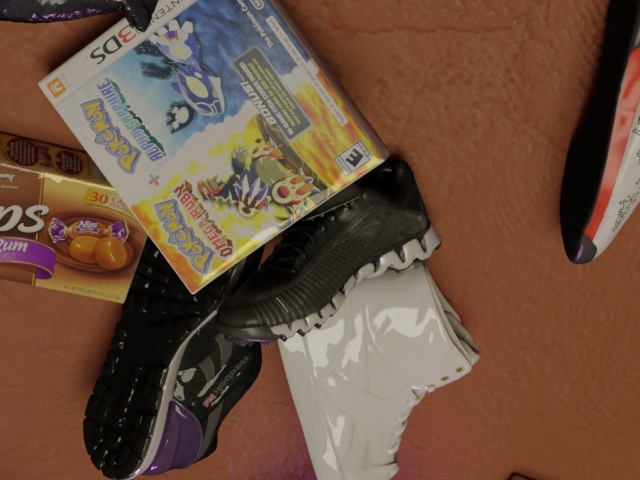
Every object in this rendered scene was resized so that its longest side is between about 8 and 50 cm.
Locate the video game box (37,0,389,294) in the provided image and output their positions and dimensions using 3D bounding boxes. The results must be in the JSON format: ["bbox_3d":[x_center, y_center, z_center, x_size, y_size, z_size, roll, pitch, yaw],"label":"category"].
[{"bbox_3d":[-0.082,-0.093,1.135,0.187,0.048,0.205,-35,95,15],"label":"video game box"}]

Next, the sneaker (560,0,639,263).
[{"bbox_3d":[0.294,-0.093,1.228,0.145,0.090,0.270,4,119,-10],"label":"sneaker"}]

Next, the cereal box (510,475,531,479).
[{"bbox_3d":[0.208,0.360,1.532,0.173,0.047,0.240,21,117,-24],"label":"cereal box"}]

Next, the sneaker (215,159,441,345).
[{"bbox_3d":[0.000,0.000,1.203,0.234,0.078,0.106,-29,117,-35],"label":"sneaker"}]

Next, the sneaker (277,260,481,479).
[{"bbox_3d":[0.068,0.148,1.333,0.169,0.108,0.292,-14,123,2],"label":"sneaker"}]

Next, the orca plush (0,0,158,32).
[{"bbox_3d":[-0.261,-0.218,1.068,0.287,0.102,0.151,5,77,-25],"label":"orca plush"}]

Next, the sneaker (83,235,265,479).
[{"bbox_3d":[-0.099,0.073,1.278,0.124,0.107,0.283,4,118,-48],"label":"sneaker"}]

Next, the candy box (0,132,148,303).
[{"bbox_3d":[-0.234,-0.022,1.198,0.187,0.053,0.109,13,119,-20],"label":"candy box"}]
